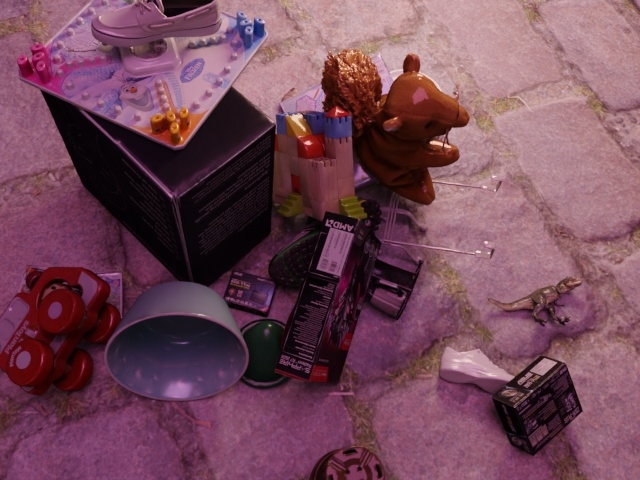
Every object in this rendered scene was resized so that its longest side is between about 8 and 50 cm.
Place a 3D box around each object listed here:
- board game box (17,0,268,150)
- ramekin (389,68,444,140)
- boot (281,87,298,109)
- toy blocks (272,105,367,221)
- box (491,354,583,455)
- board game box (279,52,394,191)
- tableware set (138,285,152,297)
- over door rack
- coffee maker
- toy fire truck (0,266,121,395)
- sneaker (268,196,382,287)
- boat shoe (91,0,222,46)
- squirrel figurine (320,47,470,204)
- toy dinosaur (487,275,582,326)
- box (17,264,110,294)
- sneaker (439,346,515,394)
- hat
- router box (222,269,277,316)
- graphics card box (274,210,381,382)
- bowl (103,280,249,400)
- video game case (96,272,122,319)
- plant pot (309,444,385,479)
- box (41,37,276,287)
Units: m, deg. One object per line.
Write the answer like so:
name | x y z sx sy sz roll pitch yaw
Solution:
board game box | -0.367 -0.412 1.324 0.389 0.050 0.390 25 61 7
ramekin | 0.255 -0.393 1.874 0.272 0.127 0.273 3 62 -5
boot | -0.061 -0.417 1.906 0.118 0.042 0.087 18 68 5
toy blocks | -0.037 -0.210 1.570 0.190 0.261 0.381 -15 21 -29
box | 0.513 0.386 1.469 0.180 0.077 0.147 -32 108 -20
board game box | 0.094 -0.311 1.749 0.318 0.066 0.319 -25 81 3
tableware set | -0.391 0.174 1.555 0.154 0.024 0.104 20 62 4
over door rack | 0.321 -0.057 1.695 0.324 0.108 0.240 2 59 19
coffee maker | 0.153 0.100 1.617 0.178 0.120 0.171 25 39 6
toy fire truck | -0.625 0.189 1.420 0.253 0.169 0.302 28 85 25
sneaker | 0.000 0.000 1.648 0.343 0.134 0.146 -35 32 -23
boat shoe | -0.336 -0.464 1.277 0.267 0.088 0.096 -6 61 -11
squirrel figurine | 0.163 -0.301 1.518 0.396 0.370 0.281 23 87 8
toy dinosaur | 0.586 0.171 1.645 0.268 0.064 0.118 -13 50 -13
box | -0.638 0.127 1.546 0.206 0.036 0.114 6 61 -3
sneaker | 0.404 0.316 1.542 0.212 0.080 0.094 16 49 4
hat | -0.126 0.225 1.465 0.172 0.184 0.209 11 61 0
router box | -0.180 0.135 1.591 0.122 0.038 0.092 14 60 2
graphics card box | 0.027 0.140 1.432 0.094 0.233 0.371 14 81 21
bowl | -0.318 0.210 1.415 0.311 0.312 0.163 0 42 -6
video game case | -0.530 0.139 1.523 0.087 0.011 0.122 -5 63 -9
plant pot | 0.063 0.519 1.339 0.166 0.165 0.167 2 61 -4
box | -0.373 -0.198 1.503 0.480 0.472 0.297 42 64 15
